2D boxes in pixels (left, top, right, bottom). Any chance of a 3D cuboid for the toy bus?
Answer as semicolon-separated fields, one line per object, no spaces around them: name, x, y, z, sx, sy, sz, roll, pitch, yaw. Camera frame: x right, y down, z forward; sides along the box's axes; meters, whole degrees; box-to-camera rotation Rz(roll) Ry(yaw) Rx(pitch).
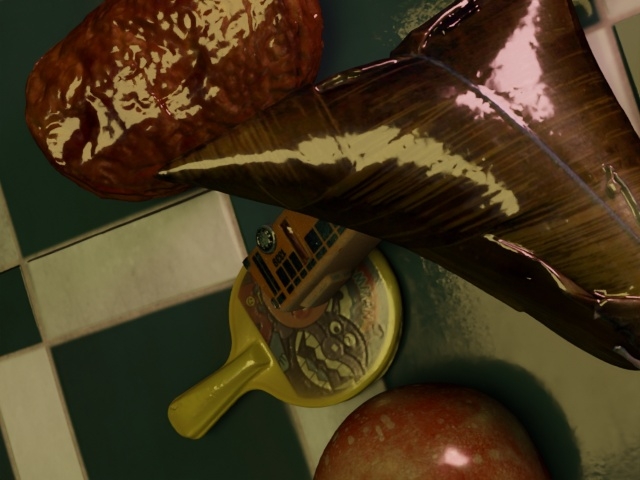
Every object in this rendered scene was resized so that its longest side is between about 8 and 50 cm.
toy bus;0.000;0.000;0.966;0.103;0.091;0.182;57;133;18

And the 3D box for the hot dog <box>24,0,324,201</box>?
hot dog;-0.172;-0.217;1.046;0.387;0.174;0.267;-34;82;14

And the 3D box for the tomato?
tomato;0.114;0.293;0.922;0.270;0.222;0.271;4;98;28

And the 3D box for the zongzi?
zongzi;0.118;-0.001;0.808;0.432;0.208;0.404;-27;81;-12

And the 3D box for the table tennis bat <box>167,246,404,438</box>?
table tennis bat;-0.059;0.130;1.083;0.368;0.054;0.224;-39;75;19
